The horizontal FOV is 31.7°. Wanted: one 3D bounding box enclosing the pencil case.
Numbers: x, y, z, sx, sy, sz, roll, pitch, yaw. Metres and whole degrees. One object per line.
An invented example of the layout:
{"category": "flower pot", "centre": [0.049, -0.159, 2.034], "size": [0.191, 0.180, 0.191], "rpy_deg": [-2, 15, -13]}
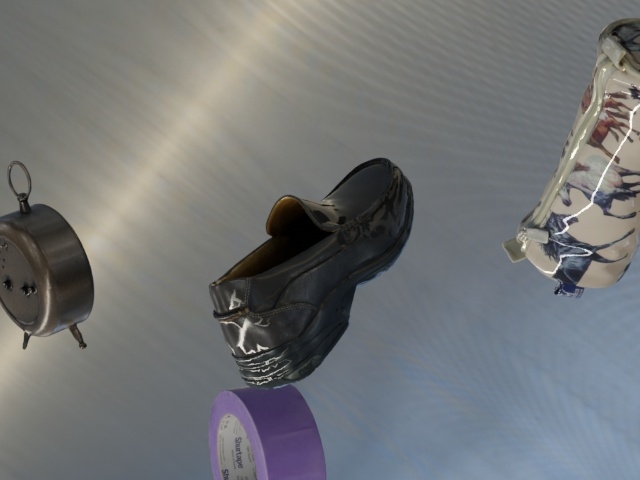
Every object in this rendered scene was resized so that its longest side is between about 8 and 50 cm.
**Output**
{"category": "pencil case", "centre": [0.384, -0.106, 1.483], "size": [0.410, 0.183, 0.160], "rpy_deg": [102, 147, -48]}

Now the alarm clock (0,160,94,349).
{"category": "alarm clock", "centre": [-0.290, 0.014, 1.129], "size": [0.129, 0.064, 0.192], "rpy_deg": [12, 114, 45]}

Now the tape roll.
{"category": "tape roll", "centre": [-0.070, 0.274, 1.415], "size": [0.189, 0.080, 0.189], "rpy_deg": [22, 115, 60]}

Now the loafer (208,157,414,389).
{"category": "loafer", "centre": [0.000, 0.000, 0.589], "size": [0.062, 0.170, 0.061], "rpy_deg": [-13, 119, 35]}
